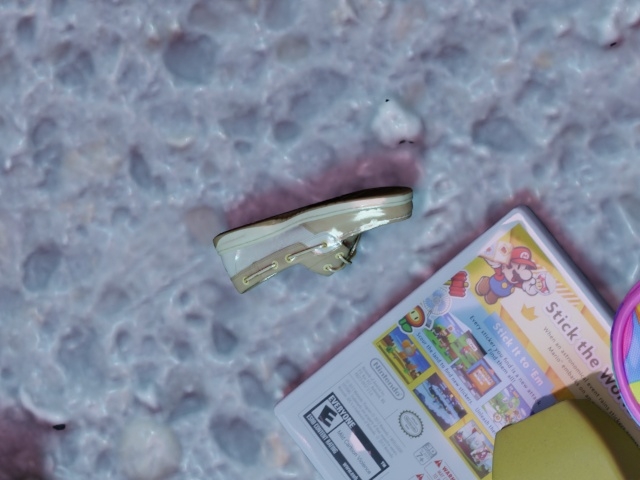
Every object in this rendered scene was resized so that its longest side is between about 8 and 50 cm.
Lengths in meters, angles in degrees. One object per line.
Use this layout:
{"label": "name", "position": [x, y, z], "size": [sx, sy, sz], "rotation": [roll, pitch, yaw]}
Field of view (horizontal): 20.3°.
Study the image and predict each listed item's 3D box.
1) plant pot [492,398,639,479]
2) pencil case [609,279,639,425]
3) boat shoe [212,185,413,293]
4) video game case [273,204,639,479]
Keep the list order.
{"label": "plant pot", "position": [0.142, 0.136, 1.014], "size": [0.081, 0.081, 0.083], "rotation": [-27, 76, 19]}
{"label": "pencil case", "position": [0.218, 0.059, 0.932], "size": [0.104, 0.236, 0.104], "rotation": [-1, 86, 22]}
{"label": "boat shoe", "position": [0.000, 0.000, 1.093], "size": [0.135, 0.050, 0.045], "rotation": [-15, 94, 29]}
{"label": "video game case", "position": [0.114, 0.129, 1.077], "size": [0.206, 0.026, 0.227], "rotation": [-41, 81, 18]}
